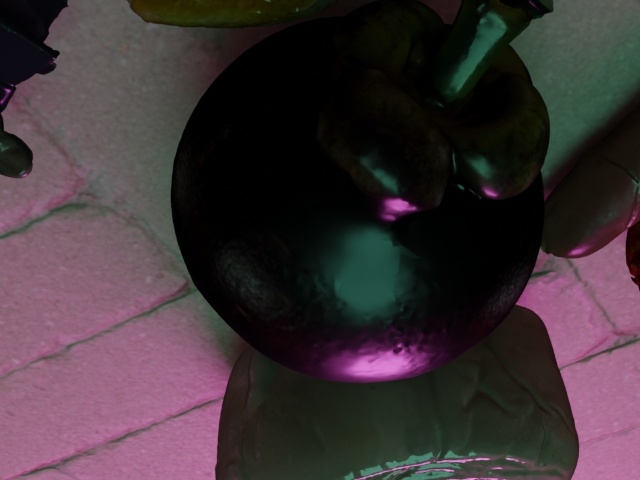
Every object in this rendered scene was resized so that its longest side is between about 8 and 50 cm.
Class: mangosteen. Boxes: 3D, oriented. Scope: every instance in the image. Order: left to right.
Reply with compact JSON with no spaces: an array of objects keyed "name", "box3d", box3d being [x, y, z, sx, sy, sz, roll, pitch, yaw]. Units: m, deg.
[{"name":"mangosteen","box3d":[0.032,-0.033,0.851,0.297,0.296,0.313,0,180,-6]}]

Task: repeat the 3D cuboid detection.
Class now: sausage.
[{"name":"sausage","box3d":[0.335,-0.125,0.960,0.088,0.087,0.433,21,131,-24]}]

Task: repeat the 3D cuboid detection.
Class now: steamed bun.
[{"name":"steamed bun","box3d":[0.044,0.190,1.129,0.384,0.247,0.236,-26,139,26]}]

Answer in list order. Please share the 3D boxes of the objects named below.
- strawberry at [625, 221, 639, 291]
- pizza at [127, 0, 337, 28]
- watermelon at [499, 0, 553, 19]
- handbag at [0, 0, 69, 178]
[{"name":"strawberry","box3d":[0.379,0.029,1.056,0.178,0.233,0.234,5,140,23]},{"name":"pizza","box3d":[-0.101,-0.274,0.775,0.189,0.071,0.297,-7,134,20]},{"name":"watermelon","box3d":[0.089,-0.237,0.773,0.128,0.146,0.231,-26,135,20]},{"name":"handbag","box3d":[-0.371,-0.118,0.882,0.326,0.118,0.269,-35,129,30]}]
